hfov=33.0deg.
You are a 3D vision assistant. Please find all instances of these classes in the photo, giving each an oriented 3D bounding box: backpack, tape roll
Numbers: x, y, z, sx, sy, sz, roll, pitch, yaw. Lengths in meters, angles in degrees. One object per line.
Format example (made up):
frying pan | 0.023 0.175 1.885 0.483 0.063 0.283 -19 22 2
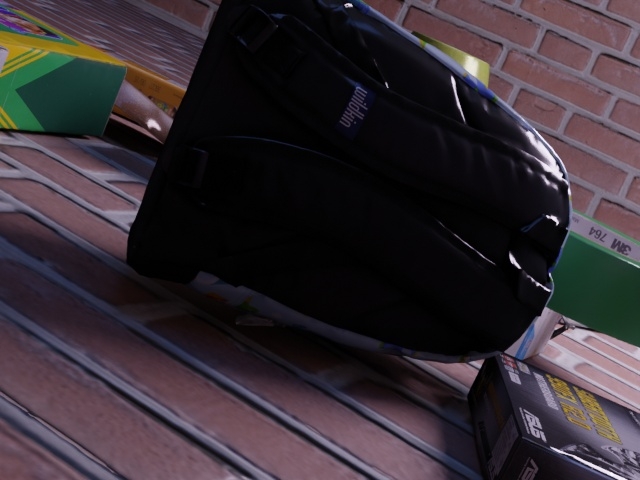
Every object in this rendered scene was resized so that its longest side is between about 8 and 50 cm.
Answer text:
backpack | 0.043 -0.041 0.922 0.355 0.290 0.273 21 -6 -9
tape roll | 0.266 0.015 1.169 0.321 0.077 0.321 24 12 -6

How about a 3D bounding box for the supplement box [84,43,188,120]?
supplement box | -0.258 -0.213 1.618 0.233 0.078 0.080 25 8 0

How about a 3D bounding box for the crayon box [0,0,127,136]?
crayon box | -0.460 -0.241 1.243 0.362 0.106 0.313 27 12 17

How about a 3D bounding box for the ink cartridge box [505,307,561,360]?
ink cartridge box | 0.224 0.075 1.245 0.090 0.092 0.143 29 11 22

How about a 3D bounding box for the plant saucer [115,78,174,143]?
plant saucer | -0.254 -0.188 1.452 0.198 0.036 0.198 40 -1 1

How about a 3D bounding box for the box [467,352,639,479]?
box | 0.215 0.173 0.851 0.183 0.056 0.231 24 11 0

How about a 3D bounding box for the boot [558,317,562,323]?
boot | 0.237 0.056 1.414 0.190 0.069 0.086 19 9 -33

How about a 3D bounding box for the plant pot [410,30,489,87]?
plant pot | 0.154 -0.179 1.764 0.274 0.294 0.275 24 11 -5

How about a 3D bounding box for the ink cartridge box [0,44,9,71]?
ink cartridge box | -0.368 -0.140 0.899 0.175 0.127 0.072 27 9 10

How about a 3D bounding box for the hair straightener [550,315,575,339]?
hair straightener | 0.215 0.050 1.345 0.230 0.089 0.047 26 -23 9

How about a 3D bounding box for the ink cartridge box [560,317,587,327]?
ink cartridge box | 0.405 0.043 1.689 0.306 0.131 0.226 11 17 -45
